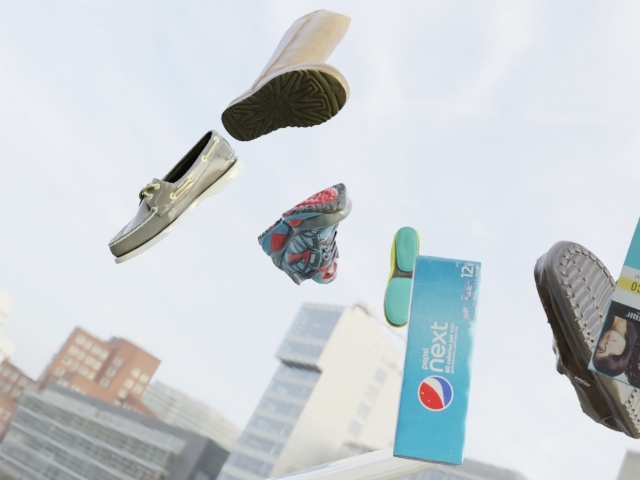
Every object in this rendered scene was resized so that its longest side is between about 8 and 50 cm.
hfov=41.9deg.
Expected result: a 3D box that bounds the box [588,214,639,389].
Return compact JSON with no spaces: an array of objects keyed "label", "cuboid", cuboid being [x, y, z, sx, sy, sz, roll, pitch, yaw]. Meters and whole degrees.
[{"label":"box","cuboid":[0.452,0.077,1.124,0.100,0.244,0.060,21,9,37]}]

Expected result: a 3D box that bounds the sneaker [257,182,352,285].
[{"label":"sneaker","cuboid":[0.000,0.000,1.267,0.125,0.104,0.262,57,-24,1]}]

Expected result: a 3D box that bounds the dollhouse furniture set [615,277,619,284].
[{"label":"dollhouse furniture set","cuboid":[0.727,0.037,1.612,0.152,0.374,0.201,44,18,32]}]

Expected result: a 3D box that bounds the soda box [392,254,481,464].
[{"label":"soda box","cuboid":[0.123,0.126,0.881,0.071,0.210,0.067,7,-16,6]}]

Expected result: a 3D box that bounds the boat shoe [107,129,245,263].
[{"label":"boat shoe","cuboid":[-0.270,-0.080,1.498,0.109,0.305,0.091,3,-47,58]}]

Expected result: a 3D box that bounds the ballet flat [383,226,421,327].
[{"label":"ballet flat","cuboid":[0.173,0.082,1.725,0.077,0.231,0.077,6,-26,5]}]

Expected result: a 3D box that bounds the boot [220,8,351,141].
[{"label":"boot","cuboid":[-0.015,-0.276,1.275,0.236,0.269,0.089,-8,-54,36]}]

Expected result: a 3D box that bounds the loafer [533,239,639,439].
[{"label":"loafer","cuboid":[0.415,0.168,1.342,0.130,0.134,0.366,-6,-63,49]}]

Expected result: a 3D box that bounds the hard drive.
[{"label":"hard drive","cuboid":[0.007,0.360,1.260,0.307,0.040,0.203,-13,-13,-9]}]
